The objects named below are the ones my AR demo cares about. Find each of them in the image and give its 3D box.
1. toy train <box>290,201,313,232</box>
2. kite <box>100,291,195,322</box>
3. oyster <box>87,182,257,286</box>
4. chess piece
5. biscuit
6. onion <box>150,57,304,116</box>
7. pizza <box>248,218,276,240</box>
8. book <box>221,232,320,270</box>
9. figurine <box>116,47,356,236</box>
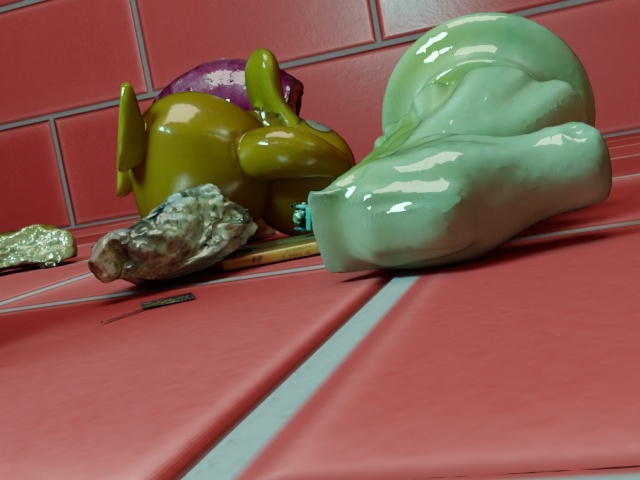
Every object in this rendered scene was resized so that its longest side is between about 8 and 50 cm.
[{"bbox_3d":[0.010,-0.024,0.747,0.045,0.029,0.092,3,10,30],"label":"toy train"},{"bbox_3d":[-0.115,0.043,0.540,0.078,0.002,0.044,-13,6,-35],"label":"kite"},{"bbox_3d":[-0.118,-0.003,0.673,0.125,0.064,0.177,-28,8,1],"label":"oyster"},{"bbox_3d":[0.107,-0.060,0.577,0.175,0.176,0.298,-8,19,20],"label":"chess piece"},{"bbox_3d":[-0.425,0.015,1.127,0.183,0.061,0.118,-11,4,-8],"label":"biscuit"},{"bbox_3d":[-0.145,-0.128,1.167,0.230,0.256,0.272,6,-15,10],"label":"onion"},{"bbox_3d":[-0.135,-0.012,0.925,0.175,0.046,0.134,-11,5,-8],"label":"pizza"},{"bbox_3d":[0.000,0.000,0.722,0.172,0.012,0.118,-11,5,-3],"label":"book"},{"bbox_3d":[-0.088,-0.078,0.829,0.228,0.215,0.215,-23,9,-17],"label":"figurine"}]
